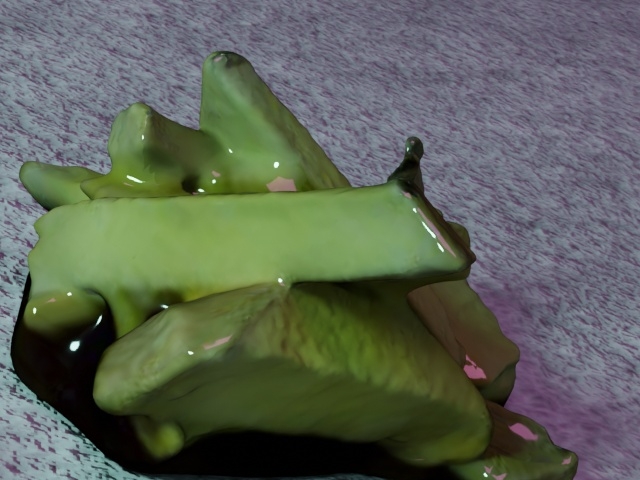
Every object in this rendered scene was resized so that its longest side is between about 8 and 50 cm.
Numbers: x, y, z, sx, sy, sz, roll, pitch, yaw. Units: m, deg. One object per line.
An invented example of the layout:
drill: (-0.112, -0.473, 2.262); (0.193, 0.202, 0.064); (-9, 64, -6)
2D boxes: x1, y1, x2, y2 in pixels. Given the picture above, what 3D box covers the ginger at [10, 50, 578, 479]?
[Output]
ginger: (0.000, 0.000, 1.104); (0.358, 0.211, 0.413); (14, 22, -15)
